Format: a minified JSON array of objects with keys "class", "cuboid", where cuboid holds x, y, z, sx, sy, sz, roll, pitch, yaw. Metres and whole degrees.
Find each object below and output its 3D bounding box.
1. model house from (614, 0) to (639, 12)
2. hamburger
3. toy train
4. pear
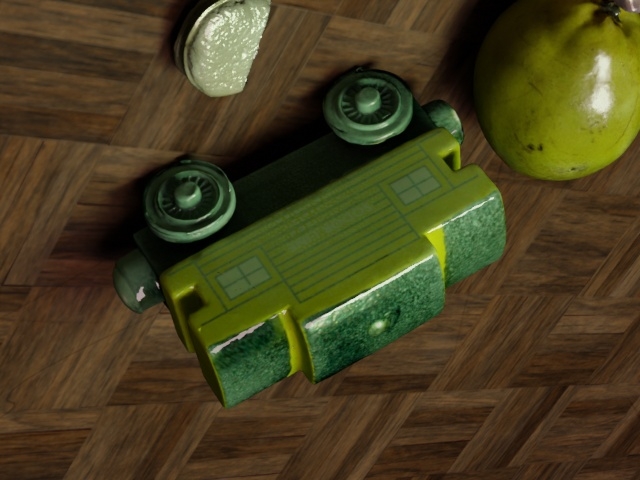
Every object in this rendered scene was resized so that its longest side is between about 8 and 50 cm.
[{"class":"model house","cuboid":[0.306,-0.371,1.628,0.202,0.237,0.237,-50,149,6]},{"class":"hamburger","cuboid":[-0.107,-0.206,1.603,0.084,0.054,0.121,4,126,-39]},{"class":"toy train","cuboid":[0.000,0.000,1.744,0.442,0.272,0.179,-28,148,-13]},{"class":"pear","cuboid":[0.281,-0.180,1.841,0.212,0.212,0.269,-16,150,-29]}]
